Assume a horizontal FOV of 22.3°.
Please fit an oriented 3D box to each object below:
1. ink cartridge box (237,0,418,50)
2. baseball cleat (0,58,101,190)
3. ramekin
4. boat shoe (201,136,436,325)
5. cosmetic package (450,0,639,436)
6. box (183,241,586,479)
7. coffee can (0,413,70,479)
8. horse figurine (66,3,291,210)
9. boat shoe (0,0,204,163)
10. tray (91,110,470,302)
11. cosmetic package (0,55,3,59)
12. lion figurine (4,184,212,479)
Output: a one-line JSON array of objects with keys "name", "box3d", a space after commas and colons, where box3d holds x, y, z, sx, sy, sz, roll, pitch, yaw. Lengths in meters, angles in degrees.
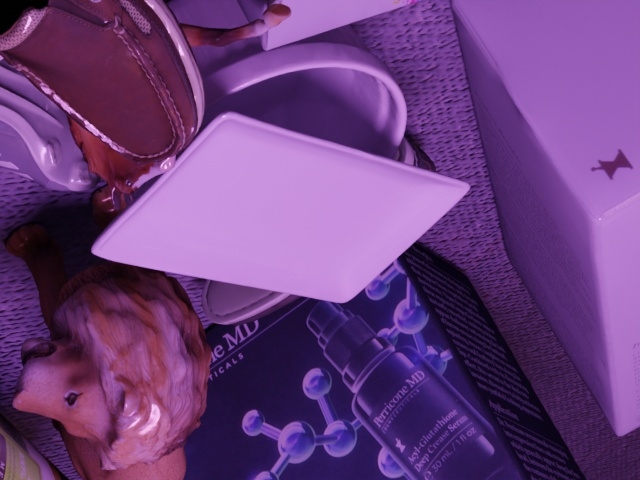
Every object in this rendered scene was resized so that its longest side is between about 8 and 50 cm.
[{"name": "ink cartridge box", "box3d": [0.022, -0.222, 0.981, 0.176, 0.128, 0.127, -20, 149, -16]}, {"name": "baseball cleat", "box3d": [-0.223, -0.086, 1.040, 0.109, 0.072, 0.206, 1, 160, 28]}, {"name": "ramekin", "box3d": [-0.053, -0.091, 1.143, 0.207, 0.109, 0.207, -20, 149, -12]}, {"name": "boat shoe", "box3d": [0.000, 0.000, 1.357, 0.228, 0.081, 0.069, -40, 145, 15]}, {"name": "cosmetic package", "box3d": [0.254, -0.035, 1.367, 0.161, 0.230, 0.453, -28, 151, -2]}, {"name": "box", "box3d": [0.060, 0.231, 1.450, 0.293, 0.395, 0.212, -37, 148, 14]}, {"name": "coffee can", "box3d": [-0.292, 0.226, 1.243, 0.201, 0.201, 0.275, -30, 137, 3]}, {"name": "horse figurine", "box3d": [-0.146, -0.152, 0.938, 0.174, 0.066, 0.263, -28, 118, 39]}, {"name": "boat shoe", "box3d": [-0.157, -0.124, 0.856, 0.095, 0.095, 0.257, -23, 123, 28]}, {"name": "tray", "box3d": [-0.024, -0.024, 1.130, 0.145, 0.030, 0.270, -43, 147, 26]}, {"name": "cosmetic package", "box3d": [-0.232, -0.137, 0.910, 0.060, 0.115, 0.041, -36, -164, -21]}, {"name": "lion figurine", "box3d": [-0.152, 0.121, 1.261, 0.142, 0.240, 0.392, -23, 151, -9]}]
